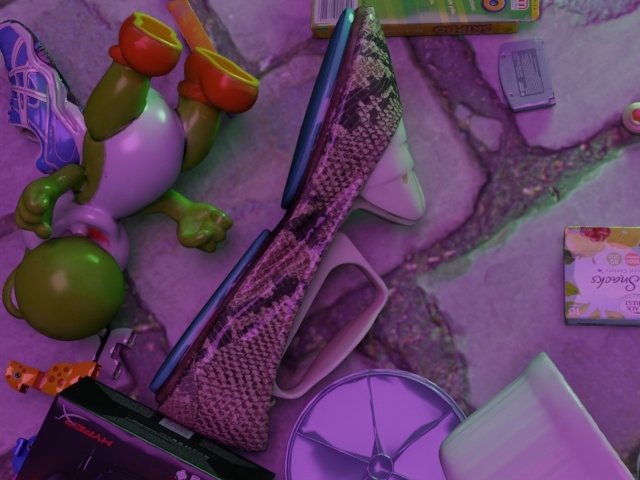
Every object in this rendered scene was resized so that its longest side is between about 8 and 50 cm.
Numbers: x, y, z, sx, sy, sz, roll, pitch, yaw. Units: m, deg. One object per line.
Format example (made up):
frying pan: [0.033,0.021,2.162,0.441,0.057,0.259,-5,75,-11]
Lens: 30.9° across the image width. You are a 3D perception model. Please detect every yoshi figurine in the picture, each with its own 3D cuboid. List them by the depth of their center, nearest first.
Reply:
yoshi figurine: [-0.211,-0.037,1.202,0.203,0.203,0.362,35,104,10]

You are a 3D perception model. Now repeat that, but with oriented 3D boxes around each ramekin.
ramekin: [0.224,0.250,1.028,0.135,0.277,0.277,-35,71,5]

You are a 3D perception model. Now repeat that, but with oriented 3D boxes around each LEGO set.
LEGO set: [-0.292,0.178,1.228,0.093,0.087,0.227,19,76,14]

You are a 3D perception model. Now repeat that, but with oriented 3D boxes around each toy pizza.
toy pizza: [0.063,0.232,1.179,0.201,0.032,0.201,-2,77,11]

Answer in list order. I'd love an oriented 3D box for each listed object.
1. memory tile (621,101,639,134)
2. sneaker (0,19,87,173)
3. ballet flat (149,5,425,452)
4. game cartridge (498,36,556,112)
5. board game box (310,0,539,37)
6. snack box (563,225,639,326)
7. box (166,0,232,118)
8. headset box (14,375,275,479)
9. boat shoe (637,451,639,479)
memory tile: [0.408,-0.115,1.244,0.113,0.012,0.148,-37,70,-3]
sneaker: [-0.333,-0.170,1.347,0.081,0.080,0.211,-32,69,-5]
ballet flat: [0.000,0.000,1.218,0.182,0.164,0.483,27,84,-6]
game cartridge: [0.228,-0.184,1.294,0.056,0.017,0.083,-8,72,3]
board game box: [0.121,-0.298,1.337,0.259,0.039,0.124,0,73,12]
snack box: [0.323,0.038,1.196,0.141,0.037,0.100,0,74,9]
box: [-0.127,-0.205,1.324,0.028,0.081,0.136,-31,71,-2]
headset box: [-0.206,0.313,1.110,0.218,0.110,0.293,28,95,3]
boat shoe: [0.433,0.282,1.048,0.319,0.099,0.116,30,119,15]
